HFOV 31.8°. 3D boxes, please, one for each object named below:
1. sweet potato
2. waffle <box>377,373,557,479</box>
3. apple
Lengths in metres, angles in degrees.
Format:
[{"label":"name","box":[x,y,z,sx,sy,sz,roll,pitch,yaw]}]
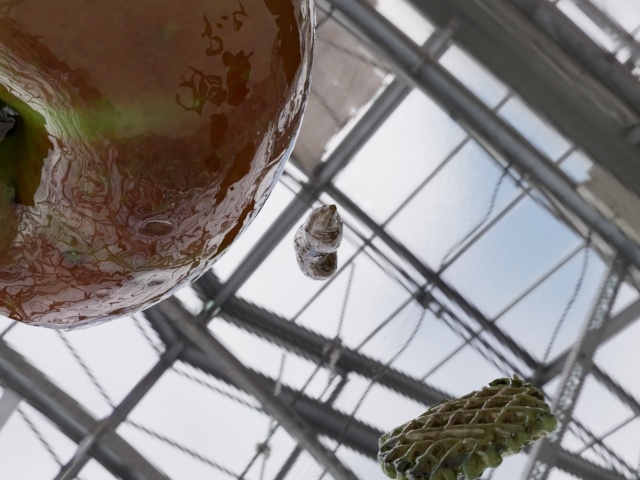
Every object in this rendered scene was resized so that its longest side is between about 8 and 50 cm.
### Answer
[{"label":"sweet potato","box":[-0.003,-0.002,1.391,0.065,0.218,0.051,32,-112,10]},{"label":"waffle","box":[0.166,0.225,1.309,0.214,0.208,0.054,-124,11,-80]},{"label":"apple","box":[-0.165,-0.121,0.698,0.340,0.339,0.339,20,-133,-23]}]
